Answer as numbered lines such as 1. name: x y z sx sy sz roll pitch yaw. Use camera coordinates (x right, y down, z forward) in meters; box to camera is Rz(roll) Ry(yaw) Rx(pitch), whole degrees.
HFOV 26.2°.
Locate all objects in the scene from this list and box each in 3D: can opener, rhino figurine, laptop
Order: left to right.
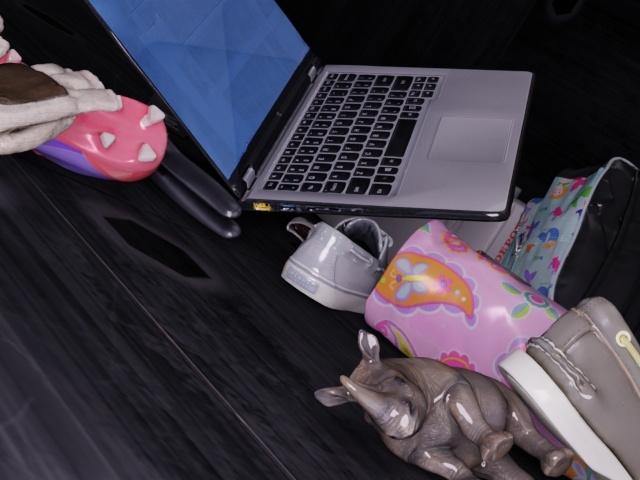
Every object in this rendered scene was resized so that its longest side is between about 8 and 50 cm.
1. can opener: -0.138 -0.060 1.288 0.186 0.073 0.059 39 -29 24
2. laptop: 0.009 -0.211 1.420 0.407 0.236 0.382 3 28 12
3. rhino figurine: 0.077 0.118 0.901 0.106 0.073 0.243 46 12 36

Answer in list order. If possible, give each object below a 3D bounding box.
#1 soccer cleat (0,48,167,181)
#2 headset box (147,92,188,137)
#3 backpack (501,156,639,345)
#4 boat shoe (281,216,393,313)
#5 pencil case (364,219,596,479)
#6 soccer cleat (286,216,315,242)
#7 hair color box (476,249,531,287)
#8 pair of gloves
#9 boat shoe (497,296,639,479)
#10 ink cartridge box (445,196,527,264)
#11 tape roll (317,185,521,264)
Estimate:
1. soccer cleat: -0.242 -0.106 1.106 0.248 0.083 0.095 20 -26 -22
2. headset box: -0.185 -0.159 1.737 0.062 0.032 0.083 32 9 -1
3. backpack: 0.318 0.059 1.578 0.225 0.254 0.191 36 -29 -23
4. boat shoe: 0.035 0.019 1.320 0.079 0.081 0.227 35 9 16
5. pencil case: 0.176 0.101 1.201 0.284 0.124 0.124 34 8 20
6. soccer cleat: 0.000 0.000 1.507 0.083 0.029 0.035 31 16 16
7. hair color box: 0.167 0.057 1.517 0.072 0.043 0.141 34 -19 -8
8. pair of gloves: -0.276 -0.133 0.938 0.204 0.042 0.240 -9 39 -45
9. boat shoe: 0.248 0.160 1.034 0.305 0.091 0.109 47 -2 -33
10. ink cartridge box: 0.250 0.040 1.734 0.218 0.159 0.092 27 9 -32
11. tape roll: 0.120 -0.062 1.822 0.246 0.169 0.246 31 9 -5
